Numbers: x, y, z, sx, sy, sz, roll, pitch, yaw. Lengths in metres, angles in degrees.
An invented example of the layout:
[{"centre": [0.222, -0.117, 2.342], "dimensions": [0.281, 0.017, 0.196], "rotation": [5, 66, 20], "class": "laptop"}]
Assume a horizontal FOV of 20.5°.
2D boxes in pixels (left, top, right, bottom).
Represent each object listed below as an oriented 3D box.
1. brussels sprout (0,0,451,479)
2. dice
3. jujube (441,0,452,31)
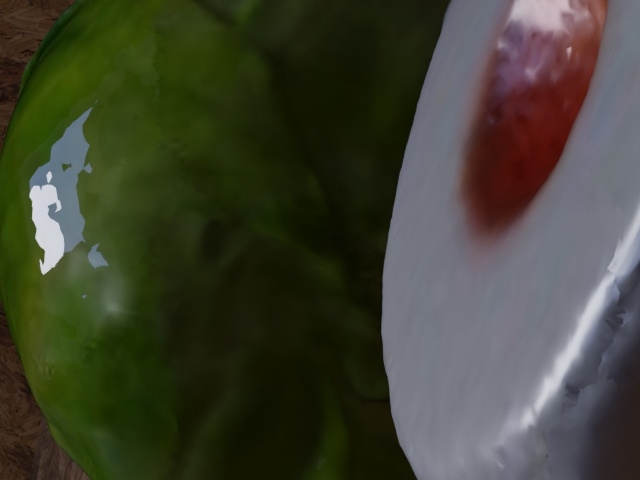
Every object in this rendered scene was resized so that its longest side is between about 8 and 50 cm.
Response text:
[{"centre": [-0.019, -0.006, 1.053], "dimensions": [0.342, 0.361, 0.425], "rotation": [-8, 60, 63], "class": "brussels sprout"}, {"centre": [0.175, -0.009, 0.551], "dimensions": [0.259, 0.251, 0.243], "rotation": [-98, 31, -61], "class": "dice"}, {"centre": [0.178, -0.128, 0.757], "dimensions": [0.226, 0.226, 0.317], "rotation": [-99, 29, -63], "class": "jujube"}]
